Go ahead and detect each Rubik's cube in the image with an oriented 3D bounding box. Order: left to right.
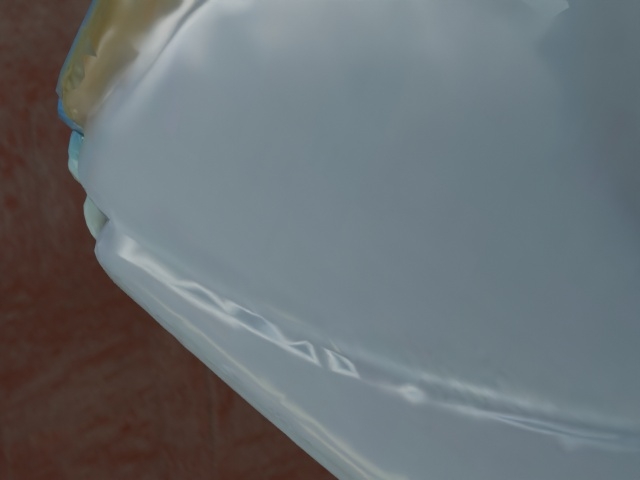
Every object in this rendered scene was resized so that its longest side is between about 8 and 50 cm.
[{"bbox_3d":[0.183,-0.077,0.540,0.352,0.347,0.351,-57,168,23],"label":"Rubik's cube"}]
